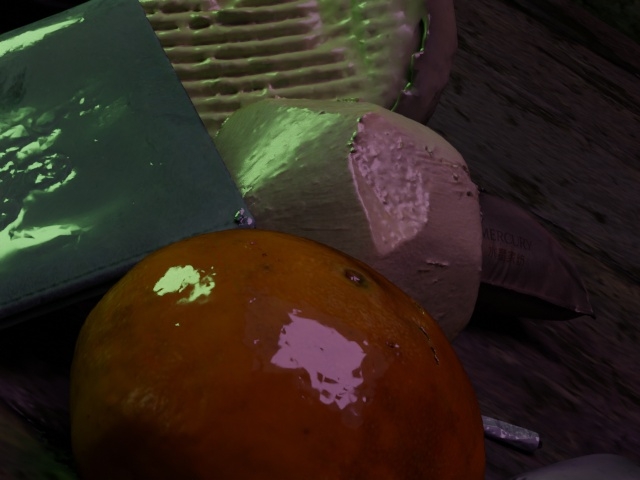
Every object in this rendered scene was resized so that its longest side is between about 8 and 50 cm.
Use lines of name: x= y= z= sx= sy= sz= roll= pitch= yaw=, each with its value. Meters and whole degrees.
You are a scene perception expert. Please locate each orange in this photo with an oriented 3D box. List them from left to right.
orange: x=-0.029 y=0.115 z=1.087 sx=0.283 sy=0.226 sz=0.284 roll=29 pitch=16 yaw=-10

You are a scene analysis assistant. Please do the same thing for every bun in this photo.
bun: x=-0.035 y=-0.196 z=1.617 sx=0.359 sy=0.360 sz=0.211 roll=38 pitch=-8 yaw=10

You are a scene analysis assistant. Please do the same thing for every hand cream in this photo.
hand cream: x=0.159 y=0.172 z=1.492 sx=0.093 sy=0.019 sz=0.030 roll=20 pitch=27 yaw=-14

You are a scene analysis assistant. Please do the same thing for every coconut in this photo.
coconut: x=0.000 y=0.000 z=1.324 sx=0.247 sy=0.245 sz=0.245 roll=17 pitch=27 yaw=-51

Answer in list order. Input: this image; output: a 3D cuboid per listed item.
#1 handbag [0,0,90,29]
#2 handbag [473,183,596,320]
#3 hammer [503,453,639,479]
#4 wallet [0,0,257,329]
handbag: x=-0.333 y=-0.325 z=1.716 sx=0.253 sy=0.093 sz=0.308 roll=24 pitch=25 yaw=-23
handbag: x=0.144 y=0.004 z=1.682 sx=0.270 sy=0.117 sz=0.182 roll=15 pitch=21 yaw=-36
hammer: x=0.261 y=0.310 z=1.248 sx=0.335 sy=0.119 sz=0.206 roll=51 pitch=29 yaw=22
wallet: x=-0.209 y=-0.058 z=1.239 sx=0.251 sy=0.054 sz=0.290 roll=-21 pitch=52 yaw=-9
